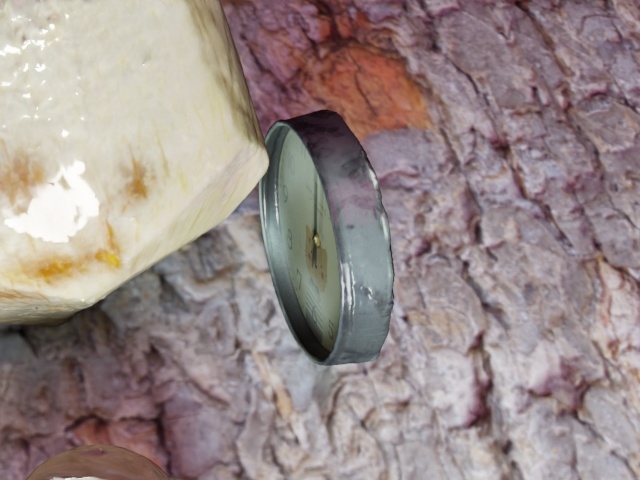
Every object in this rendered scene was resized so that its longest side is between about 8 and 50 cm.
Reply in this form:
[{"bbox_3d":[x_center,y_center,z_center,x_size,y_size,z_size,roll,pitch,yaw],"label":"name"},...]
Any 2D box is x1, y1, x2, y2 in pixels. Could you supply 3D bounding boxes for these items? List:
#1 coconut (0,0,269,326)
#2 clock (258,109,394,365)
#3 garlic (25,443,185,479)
[{"bbox_3d":[-0.239,-0.100,1.102,0.415,0.415,0.344,35,44,5],"label":"coconut"},{"bbox_3d":[0.000,0.000,1.196,0.049,0.226,0.226,-11,63,-18],"label":"clock"},{"bbox_3d":[-0.122,0.245,1.045,0.229,0.178,0.143,56,25,-3],"label":"garlic"}]
